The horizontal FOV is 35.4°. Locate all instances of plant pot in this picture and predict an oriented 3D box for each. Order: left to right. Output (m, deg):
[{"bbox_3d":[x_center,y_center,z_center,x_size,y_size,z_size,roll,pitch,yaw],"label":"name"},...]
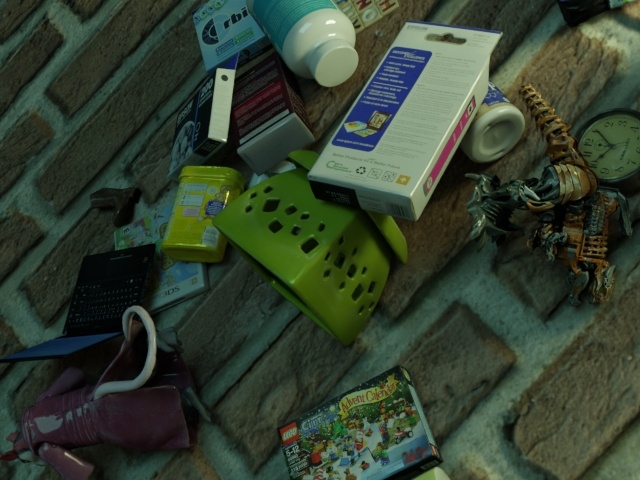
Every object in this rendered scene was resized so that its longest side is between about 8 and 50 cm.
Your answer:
[{"bbox_3d":[0.000,0.000,1.640,0.207,0.228,0.227,-47,51,-8],"label":"plant pot"}]

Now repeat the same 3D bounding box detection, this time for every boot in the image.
[{"bbox_3d":[-0.432,-0.068,2.039,0.114,0.037,0.106,2,46,28],"label":"boot"}]

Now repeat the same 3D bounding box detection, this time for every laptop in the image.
[{"bbox_3d":[-0.454,0.117,1.869,0.234,0.136,0.264,-9,62,41],"label":"laptop"}]

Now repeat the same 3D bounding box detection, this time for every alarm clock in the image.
[{"bbox_3d":[0.438,-0.138,1.545,0.192,0.064,0.129,17,75,33],"label":"alarm clock"}]

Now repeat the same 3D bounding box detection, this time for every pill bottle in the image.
[{"bbox_3d":[-0.028,-0.407,1.909,0.146,0.146,0.264,-38,54,8],"label":"pill bottle"},{"bbox_3d":[0.245,-0.226,1.676,0.112,0.112,0.187,-40,52,7],"label":"pill bottle"}]

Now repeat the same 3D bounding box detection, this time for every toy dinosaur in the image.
[{"bbox_3d":[0.343,-0.061,1.498,0.218,0.164,0.322,-14,66,24],"label":"toy dinosaur"}]

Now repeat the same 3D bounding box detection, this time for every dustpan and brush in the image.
[{"bbox_3d":[-0.055,-0.130,1.836,0.211,0.060,0.147,13,73,35],"label":"dustpan and brush"}]

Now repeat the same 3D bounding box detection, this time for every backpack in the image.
[{"bbox_3d":[0.467,-0.460,1.665,0.173,0.117,0.158,-18,58,19],"label":"backpack"}]

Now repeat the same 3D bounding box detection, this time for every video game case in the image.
[{"bbox_3d":[-0.309,0.036,1.926,0.193,0.023,0.212,-23,56,19],"label":"video game case"}]

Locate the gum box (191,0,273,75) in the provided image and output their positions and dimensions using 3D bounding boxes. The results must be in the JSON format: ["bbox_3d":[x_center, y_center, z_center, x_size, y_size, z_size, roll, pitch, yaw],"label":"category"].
[{"bbox_3d":[-0.181,-0.444,2.089,0.157,0.041,0.184,-28,54,16],"label":"gum box"}]

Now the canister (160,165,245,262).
[{"bbox_3d":[-0.220,-0.048,1.866,0.126,0.073,0.170,3,63,19],"label":"canister"}]

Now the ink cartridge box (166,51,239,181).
[{"bbox_3d":[-0.229,-0.244,1.952,0.206,0.045,0.208,-33,44,54],"label":"ink cartridge box"}]

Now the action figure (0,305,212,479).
[{"bbox_3d":[-0.385,0.304,1.690,0.370,0.276,0.248,-20,62,4],"label":"action figure"}]

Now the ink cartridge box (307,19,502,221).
[{"bbox_3d":[0.141,-0.198,1.571,0.176,0.069,0.371,14,59,28],"label":"ink cartridge box"}]

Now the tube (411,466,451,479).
[{"bbox_3d":[0.088,0.415,1.471,0.240,0.062,0.070,-34,12,18],"label":"tube"}]

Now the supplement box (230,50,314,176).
[{"bbox_3d":[-0.100,-0.241,1.882,0.130,0.073,0.239,-31,40,14],"label":"supplement box"}]

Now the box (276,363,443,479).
[{"bbox_3d":[0.056,0.315,1.548,0.233,0.044,0.159,-30,54,14],"label":"box"}]

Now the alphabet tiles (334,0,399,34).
[{"bbox_3d":[0.067,-0.509,1.996,0.198,0.009,0.237,-31,53,14],"label":"alphabet tiles"}]
